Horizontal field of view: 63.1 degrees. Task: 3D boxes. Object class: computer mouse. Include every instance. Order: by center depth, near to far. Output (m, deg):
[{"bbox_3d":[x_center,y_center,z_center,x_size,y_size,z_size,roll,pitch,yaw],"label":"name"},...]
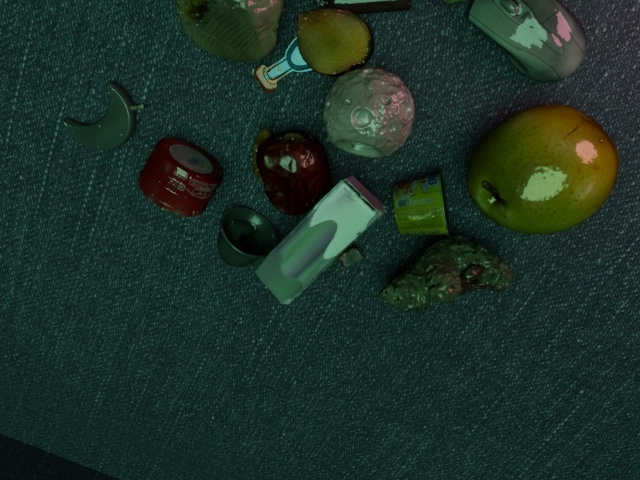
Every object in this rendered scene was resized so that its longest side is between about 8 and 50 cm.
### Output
[{"bbox_3d":[0.561,-0.572,1.393,0.370,0.122,0.188,37,111,-8],"label":"computer mouse"}]

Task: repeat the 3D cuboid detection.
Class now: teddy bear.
[{"bbox_3d":[0.360,0.137,1.645,0.357,0.225,0.367,-7,152,-37],"label":"teddy bear"}]

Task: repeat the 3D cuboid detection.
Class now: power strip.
[{"bbox_3d":[-0.655,-0.373,1.607,0.253,0.054,0.168,-28,111,16],"label":"power strip"}]

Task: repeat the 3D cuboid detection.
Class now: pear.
[{"bbox_3d":[0.604,-0.194,1.426,0.418,0.362,0.363,-25,113,-17],"label":"pear"}]

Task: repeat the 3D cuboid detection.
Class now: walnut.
[{"bbox_3d":[-0.096,-0.199,1.553,0.243,0.222,0.269,3,125,15],"label":"walnut"}]

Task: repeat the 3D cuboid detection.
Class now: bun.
[{"bbox_3d":[-0.216,-0.620,1.377,0.281,0.281,0.205,19,73,-4],"label":"bun"}]

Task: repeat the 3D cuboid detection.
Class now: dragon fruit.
[{"bbox_3d":[0.094,0.050,1.734,0.083,0.060,0.056,-29,104,-12],"label":"dragon fruit"}]

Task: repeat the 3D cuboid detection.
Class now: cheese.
[{"bbox_3d":[-0.078,-0.519,1.507,0.256,0.037,0.106,-26,109,16],"label":"cheese"}]

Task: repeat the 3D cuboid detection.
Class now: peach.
[{"bbox_3d":[0.026,-0.552,1.419,0.189,0.068,0.279,-43,142,22],"label":"peach"}]

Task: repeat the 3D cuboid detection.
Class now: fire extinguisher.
[{"bbox_3d":[0.108,-0.660,1.409,0.267,0.072,0.089,-2,120,5],"label":"fire extinguisher"}]

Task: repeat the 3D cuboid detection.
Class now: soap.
[{"bbox_3d":[0.000,0.000,1.580,0.156,0.261,0.446,48,116,4],"label":"soap"}]

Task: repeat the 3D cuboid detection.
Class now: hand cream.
[{"bbox_3d":[-0.419,-0.193,1.576,0.230,0.230,0.149,34,113,-10],"label":"hand cream"}]

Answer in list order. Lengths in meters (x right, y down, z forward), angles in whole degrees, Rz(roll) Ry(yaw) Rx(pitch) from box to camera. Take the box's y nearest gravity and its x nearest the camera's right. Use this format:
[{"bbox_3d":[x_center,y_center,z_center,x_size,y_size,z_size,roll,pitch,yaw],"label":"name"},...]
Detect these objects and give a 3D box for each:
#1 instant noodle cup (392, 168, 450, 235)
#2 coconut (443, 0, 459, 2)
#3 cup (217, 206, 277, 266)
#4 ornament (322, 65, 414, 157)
[{"bbox_3d":[0.305,-0.101,1.580,0.152,0.205,0.205,-9,113,15],"label":"instant noodle cup"},{"bbox_3d":[0.374,-0.731,1.243,0.328,0.281,0.329,4,105,15],"label":"coconut"},{"bbox_3d":[-0.260,0.012,1.694,0.199,0.199,0.150,33,130,-10],"label":"cup"},{"bbox_3d":[0.136,-0.358,1.444,0.259,0.259,0.225,14,85,-2],"label":"ornament"}]
